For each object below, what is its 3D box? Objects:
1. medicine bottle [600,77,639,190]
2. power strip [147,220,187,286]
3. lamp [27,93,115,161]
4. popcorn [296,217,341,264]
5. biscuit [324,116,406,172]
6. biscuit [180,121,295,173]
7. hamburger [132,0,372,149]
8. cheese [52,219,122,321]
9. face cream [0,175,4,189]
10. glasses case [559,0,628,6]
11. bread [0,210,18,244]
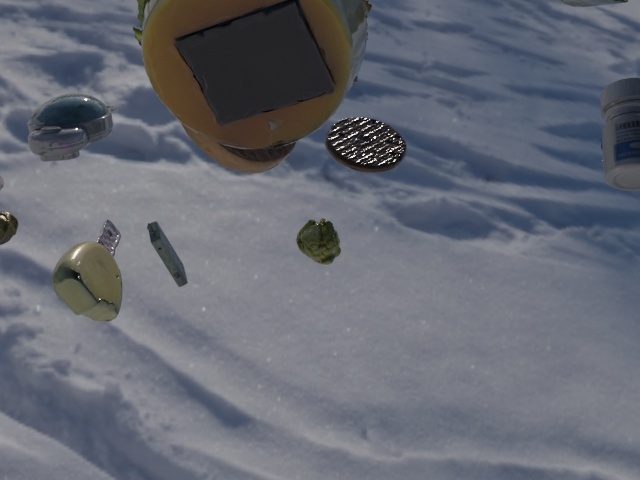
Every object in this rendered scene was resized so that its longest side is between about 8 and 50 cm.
[{"bbox_3d":[0.525,-0.177,1.466,0.105,0.105,0.168,8,68,-9],"label":"medicine bottle"},{"bbox_3d":[-0.251,0.019,1.424,0.019,0.136,0.051,-21,43,1],"label":"power strip"},{"bbox_3d":[-0.547,-0.253,1.882,0.179,0.108,0.246,-6,27,8],"label":"lamp"},{"bbox_3d":[0.000,0.000,2.154,0.116,0.106,0.120,25,-3,-2],"label":"popcorn"},{"bbox_3d":[0.112,-0.236,2.177,0.212,0.036,0.212,6,44,-6],"label":"biscuit"},{"bbox_3d":[-0.128,-0.257,1.317,0.275,0.052,0.355,16,56,-36],"label":"biscuit"},{"bbox_3d":[-0.081,-0.255,1.053,0.276,0.294,0.179,-16,36,18],"label":"hamburger"},{"bbox_3d":[-0.357,0.038,1.415,0.050,0.127,0.255,-29,23,14],"label":"cheese"},{"bbox_3d":[-0.585,-0.009,1.335,0.082,0.269,0.082,43,11,-11],"label":"face cream"},{"bbox_3d":[0.489,-0.469,1.555,0.062,0.095,0.272,11,13,-1],"label":"glasses case"},{"bbox_3d":[-0.740,0.002,1.784,0.077,0.084,0.367,44,19,0],"label":"bread"}]
